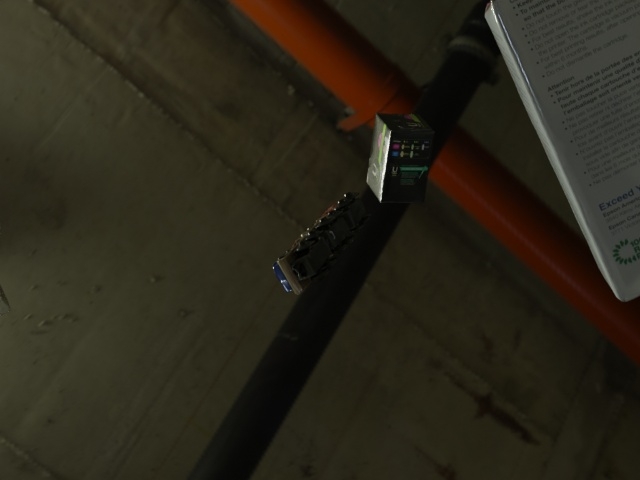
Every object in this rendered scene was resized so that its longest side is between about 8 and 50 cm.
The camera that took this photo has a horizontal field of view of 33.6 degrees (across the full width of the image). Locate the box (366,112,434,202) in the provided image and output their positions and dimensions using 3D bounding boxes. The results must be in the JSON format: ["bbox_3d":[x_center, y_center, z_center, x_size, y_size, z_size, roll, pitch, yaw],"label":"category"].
[{"bbox_3d":[0.086,-0.090,1.151,0.052,0.062,0.083,0,-65,-14],"label":"box"}]

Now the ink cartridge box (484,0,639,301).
[{"bbox_3d":[0.295,-0.165,0.751,0.324,0.071,0.330,-26,-70,6],"label":"ink cartridge box"}]

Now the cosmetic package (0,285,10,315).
[{"bbox_3d":[-0.336,0.023,0.979,0.041,0.060,0.115,-30,-45,-10],"label":"cosmetic package"}]

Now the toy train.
[{"bbox_3d":[0.000,0.000,0.683,0.027,0.036,0.158,62,-161,-7],"label":"toy train"}]
